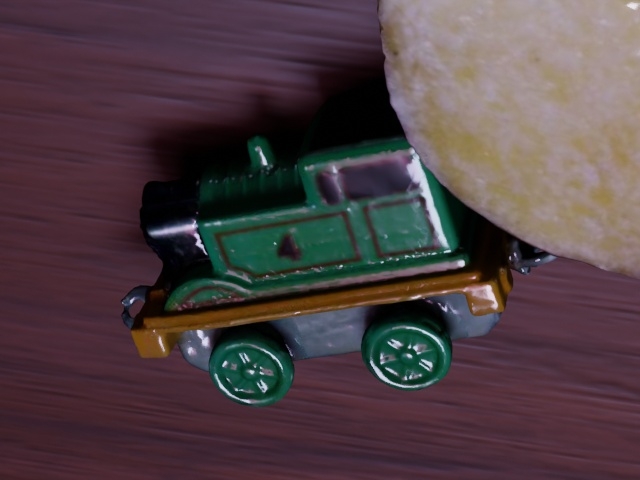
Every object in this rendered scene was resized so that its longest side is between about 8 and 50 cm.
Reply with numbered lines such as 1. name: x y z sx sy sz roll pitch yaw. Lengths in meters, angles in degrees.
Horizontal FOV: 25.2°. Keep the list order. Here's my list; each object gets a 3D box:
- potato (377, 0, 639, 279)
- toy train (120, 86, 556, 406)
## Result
1. potato: 0.143 -0.113 0.541 0.239 0.116 0.299 14 141 -1
2. toy train: 0.000 0.000 0.689 0.228 0.091 0.136 -7 119 18
